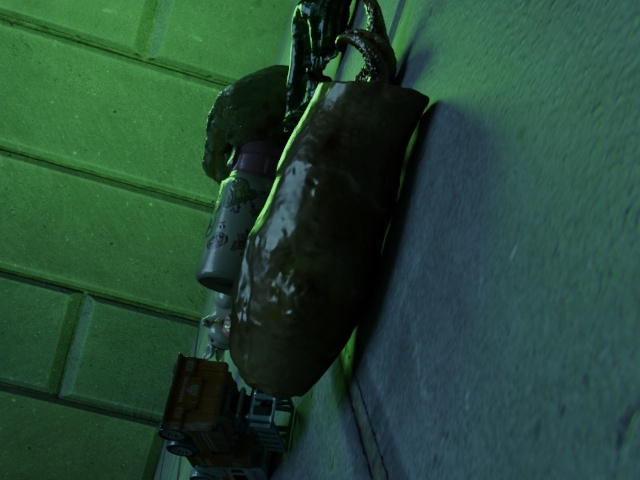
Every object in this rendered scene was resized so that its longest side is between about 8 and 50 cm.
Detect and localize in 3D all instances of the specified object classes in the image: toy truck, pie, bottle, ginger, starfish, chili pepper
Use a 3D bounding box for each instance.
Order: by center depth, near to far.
[{"bbox_3d":[0.000,0.000,0.664,0.109,0.116,0.263,25,96,40],"label":"ginger"},{"bbox_3d":[0.026,-0.148,0.832,0.146,0.074,0.190,155,130,-76],"label":"starfish"},{"bbox_3d":[-0.084,0.188,0.850,0.177,0.115,0.080,79,-163,-55],"label":"toy truck"},{"bbox_3d":[-0.008,-0.278,1.257,0.099,0.083,0.253,-160,82,-72],"label":"chili pepper"},{"bbox_3d":[-0.118,-0.041,1.384,0.120,0.120,0.253,129,154,-69],"label":"bottle"},{"bbox_3d":[-0.103,-0.195,1.485,0.090,0.201,0.248,47,140,31],"label":"pie"}]

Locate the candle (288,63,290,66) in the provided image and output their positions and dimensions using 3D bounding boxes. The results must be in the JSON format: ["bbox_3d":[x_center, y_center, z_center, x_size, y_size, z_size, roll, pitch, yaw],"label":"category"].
[{"bbox_3d":[-0.033,-0.375,1.661,0.053,0.048,0.162,-39,-23,-48],"label":"candle"}]

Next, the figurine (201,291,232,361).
[{"bbox_3d":[-0.164,0.148,1.463,0.098,0.081,0.146,-151,77,-80],"label":"figurine"}]
